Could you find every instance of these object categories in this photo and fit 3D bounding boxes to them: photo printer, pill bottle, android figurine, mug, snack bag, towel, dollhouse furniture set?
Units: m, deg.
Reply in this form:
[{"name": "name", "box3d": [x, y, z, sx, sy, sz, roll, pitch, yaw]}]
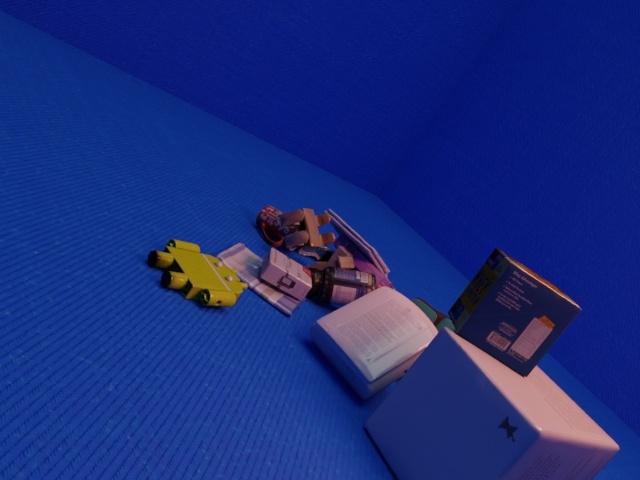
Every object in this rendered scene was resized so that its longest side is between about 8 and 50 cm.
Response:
[{"name": "photo printer", "box3d": [0.164, 0.265, 1.605, 0.307, 0.107, 0.256, -24, 53, -31]}, {"name": "pill bottle", "box3d": [0.064, 0.151, 1.894, 0.219, 0.123, 0.123, 10, 18, -5]}, {"name": "android figurine", "box3d": [-0.307, 0.089, 1.508, 0.273, 0.056, 0.248, 15, 24, -48]}, {"name": "mug", "box3d": [-0.156, -0.052, 2.156, 0.169, 0.113, 0.150, 33, 16, 20]}, {"name": "snack bag", "box3d": [0.171, 0.049, 2.333, 0.323, 0.037, 0.342, 43, -8, 43]}, {"name": "towel", "box3d": [-0.175, 0.112, 1.765, 0.285, 0.034, 0.209, 37, 16, 5]}, {"name": "dollhouse furniture set", "box3d": [0.000, 0.000, 2.020, 0.212, 0.161, 0.242, 3, 71, -62]}]

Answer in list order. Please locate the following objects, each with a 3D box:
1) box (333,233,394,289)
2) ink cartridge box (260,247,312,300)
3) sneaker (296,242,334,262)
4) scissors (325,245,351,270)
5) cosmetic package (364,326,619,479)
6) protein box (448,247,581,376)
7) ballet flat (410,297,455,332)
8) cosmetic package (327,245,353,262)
[{"name": "box", "box3d": [0.179, 0.123, 2.285, 0.293, 0.057, 0.201, 46, -5, 29]}, {"name": "ink cartridge box", "box3d": [-0.105, 0.101, 1.765, 0.150, 0.063, 0.109, 32, 19, -15]}, {"name": "sneaker", "box3d": [-0.021, 0.033, 2.279, 0.190, 0.071, 0.083, 26, 12, -32]}, {"name": "scissors", "box3d": [0.030, 0.036, 2.467, 0.297, 0.021, 0.109, 34, 15, -3]}, {"name": "cosmetic package", "box3d": [0.396, 0.458, 1.358, 0.393, 0.329, 0.327, 24, 18, -39]}, {"name": "protein box", "box3d": [0.444, 0.164, 1.353, 0.200, 0.201, 0.136, 33, 13, -4]}, {"name": "ballet flat", "box3d": [0.430, 0.307, 2.096, 0.096, 0.095, 0.280, 37, 9, -49]}, {"name": "cosmetic package", "box3d": [0.068, 0.083, 2.218, 0.060, 0.115, 0.041, 45, 20, 29]}]
